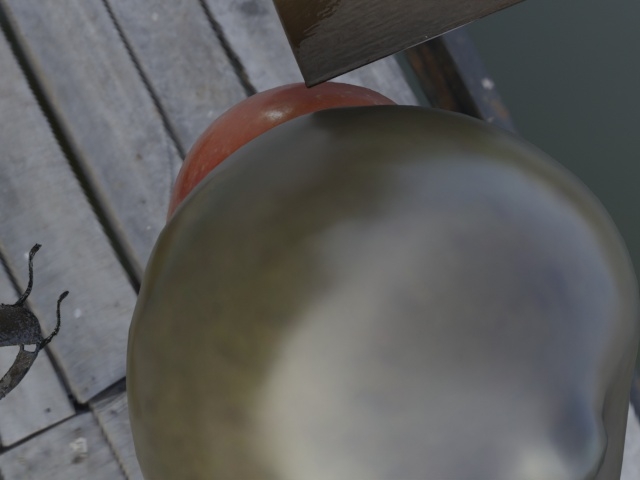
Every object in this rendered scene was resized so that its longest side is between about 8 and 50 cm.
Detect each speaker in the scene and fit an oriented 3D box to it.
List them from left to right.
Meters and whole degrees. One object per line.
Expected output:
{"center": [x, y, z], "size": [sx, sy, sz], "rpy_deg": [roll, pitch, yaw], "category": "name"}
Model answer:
{"center": [0.058, -0.256, 0.751], "size": [0.230, 0.192, 0.153], "rpy_deg": [-22, 58, 3], "category": "speaker"}

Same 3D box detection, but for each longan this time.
{"center": [0.046, 0.093, 0.643], "size": [0.361, 0.361, 0.361], "rpy_deg": [7, 74, -27], "category": "longan"}

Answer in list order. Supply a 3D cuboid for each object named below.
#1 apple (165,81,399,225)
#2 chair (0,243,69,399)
{"center": [0.000, 0.000, 1.059], "size": [0.277, 0.348, 0.348], "rpy_deg": [-40, 97, -37], "category": "apple"}
{"center": [-0.458, 0.127, 1.339], "size": [0.149, 0.174, 0.213], "rpy_deg": [0, 122, -39], "category": "chair"}
